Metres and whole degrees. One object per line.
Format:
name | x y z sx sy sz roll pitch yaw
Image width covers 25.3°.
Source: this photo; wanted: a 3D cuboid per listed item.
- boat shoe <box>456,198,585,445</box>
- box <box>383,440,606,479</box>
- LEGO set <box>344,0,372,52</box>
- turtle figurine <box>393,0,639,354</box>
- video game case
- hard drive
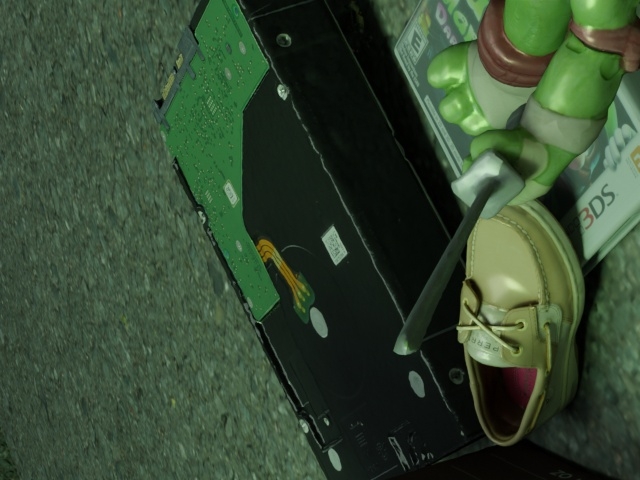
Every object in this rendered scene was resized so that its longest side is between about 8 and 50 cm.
boat shoe | 0.104 0.048 0.771 0.063 0.059 0.170 21 141 36
box | 0.003 0.234 0.750 0.191 0.381 0.143 14 117 63
LEGO set | 0.011 -0.134 0.965 0.083 0.023 0.054 4 111 51
turtle figurine | 0.044 -0.117 0.577 0.198 0.274 0.266 40 176 3
video game case | 0.110 -0.077 0.773 0.190 0.022 0.173 66 154 19
hard drive | 0.000 0.000 0.973 0.339 0.064 0.237 62 154 11
